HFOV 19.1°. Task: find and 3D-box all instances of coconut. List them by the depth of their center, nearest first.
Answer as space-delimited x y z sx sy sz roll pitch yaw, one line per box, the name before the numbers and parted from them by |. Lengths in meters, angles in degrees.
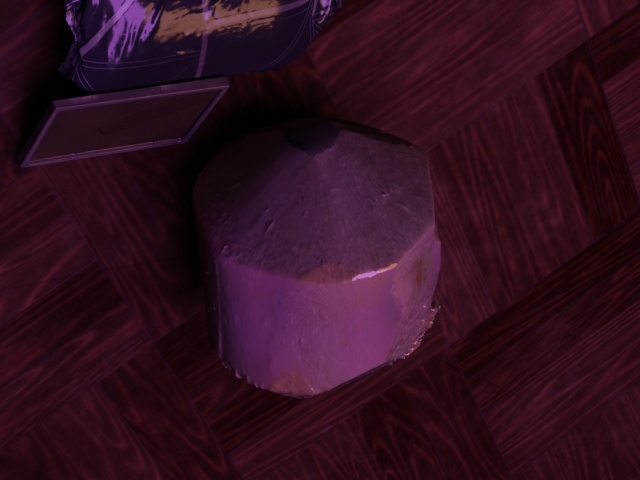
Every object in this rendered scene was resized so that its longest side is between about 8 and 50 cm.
coconut | 0.000 0.000 2.161 0.297 0.297 0.309 -20 137 -22

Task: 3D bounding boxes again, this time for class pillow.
pillow | -0.124 -0.241 2.027 0.335 0.092 0.161 -10 130 -30

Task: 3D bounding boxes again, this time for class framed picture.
framed picture | -0.214 -0.128 2.051 0.203 0.015 0.150 -11 163 -27
